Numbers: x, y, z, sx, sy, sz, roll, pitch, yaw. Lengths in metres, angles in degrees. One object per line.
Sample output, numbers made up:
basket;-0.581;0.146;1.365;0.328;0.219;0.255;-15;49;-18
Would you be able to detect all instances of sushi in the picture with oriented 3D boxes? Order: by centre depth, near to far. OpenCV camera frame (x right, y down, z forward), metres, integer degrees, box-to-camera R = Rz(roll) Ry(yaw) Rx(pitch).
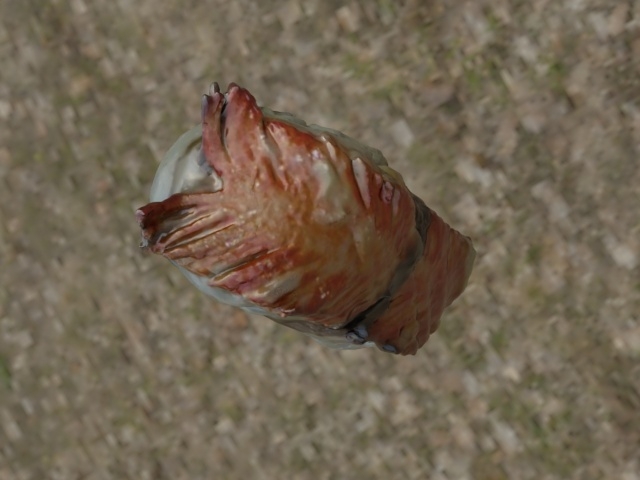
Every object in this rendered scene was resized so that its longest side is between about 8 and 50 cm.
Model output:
sushi;0.000;0.000;1.089;0.130;0.124;0.332;23;176;22
